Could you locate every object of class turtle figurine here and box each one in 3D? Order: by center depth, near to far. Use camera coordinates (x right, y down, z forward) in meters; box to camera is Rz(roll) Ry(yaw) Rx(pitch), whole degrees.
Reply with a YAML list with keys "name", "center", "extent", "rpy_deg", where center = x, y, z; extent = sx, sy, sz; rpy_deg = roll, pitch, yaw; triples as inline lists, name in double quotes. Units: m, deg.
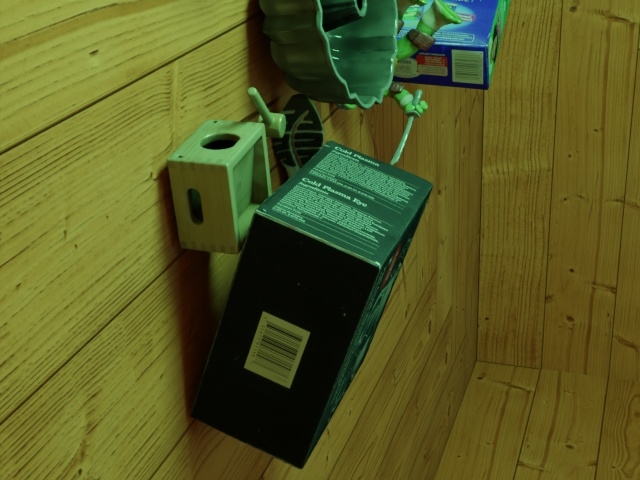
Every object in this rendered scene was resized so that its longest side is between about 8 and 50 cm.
- name: "turtle figurine"
  center: [0.125, -0.296, 1.743]
  extent: [0.266, 0.198, 0.274]
  rpy_deg: [-52, -174, 26]

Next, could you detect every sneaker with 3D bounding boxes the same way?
- name: "sneaker"
  center: [-0.028, -0.155, 1.628]
  extent: [0.094, 0.081, 0.208]
  rpy_deg: [-81, 169, -49]

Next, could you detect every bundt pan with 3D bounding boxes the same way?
- name: "bundt pan"
  center: [0.006, -0.359, 1.523]
  extent: [0.331, 0.124, 0.330]
  rpy_deg: [-2, 90, -66]

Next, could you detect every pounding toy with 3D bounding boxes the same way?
- name: "pounding toy"
  center: [-0.120, -0.114, 1.300]
  extent: [0.206, 0.094, 0.181]
  rpy_deg: [-58, 149, -55]

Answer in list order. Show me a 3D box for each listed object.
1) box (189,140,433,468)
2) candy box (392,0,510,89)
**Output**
- name: "box"
  center: [-0.006, 0.079, 1.414]
  extent: [0.312, 0.179, 0.343]
  rpy_deg: [-52, 164, -61]
- name: "candy box"
  center: [0.231, -0.456, 2.009]
  extent: [0.122, 0.268, 0.317]
  rpy_deg: [79, 24, -50]
